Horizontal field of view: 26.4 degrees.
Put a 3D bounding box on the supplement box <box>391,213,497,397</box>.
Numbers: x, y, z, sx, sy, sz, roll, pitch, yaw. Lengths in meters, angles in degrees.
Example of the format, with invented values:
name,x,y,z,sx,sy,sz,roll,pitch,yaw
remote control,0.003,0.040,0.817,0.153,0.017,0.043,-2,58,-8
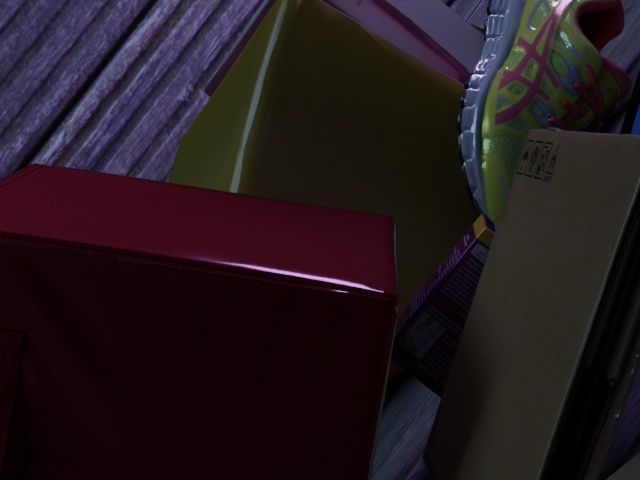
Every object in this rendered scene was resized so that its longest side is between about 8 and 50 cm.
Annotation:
name,x,y,z,sx,sy,sz,roll,pitch,yaw
supplement box,0.078,0.037,0.692,0.083,0.055,0.043,-51,3,11

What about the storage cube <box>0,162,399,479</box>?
name,x,y,z,sx,sy,sz,roll,pitch,yaw
storage cube,-0.072,0.077,0.634,0.215,0.193,0.183,-81,0,-79

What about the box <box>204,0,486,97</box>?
name,x,y,z,sx,sy,sz,roll,pitch,yaw
box,0.045,-0.131,1.165,0.148,0.232,0.127,-49,6,37

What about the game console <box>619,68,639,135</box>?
name,x,y,z,sx,sy,sz,roll,pitch,yaw
game console,0.168,-0.159,0.643,0.173,0.250,0.293,-19,23,29

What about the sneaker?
name,x,y,z,sx,sy,sz,roll,pitch,yaw
sneaker,0.143,-0.085,0.849,0.081,0.094,0.208,61,-143,-53

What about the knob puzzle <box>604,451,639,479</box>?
name,x,y,z,sx,sy,sz,roll,pitch,yaw
knob puzzle,0.086,0.099,0.303,0.213,0.030,0.213,-52,4,5

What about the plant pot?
name,x,y,z,sx,sy,sz,roll,pitch,yaw
plant pot,0.000,0.000,0.931,0.212,0.212,0.187,-46,19,52

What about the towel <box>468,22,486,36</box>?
name,x,y,z,sx,sy,sz,roll,pitch,yaw
towel,0.085,-0.128,1.284,0.021,0.102,0.237,-61,-3,-37

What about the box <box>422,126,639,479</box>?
name,x,y,z,sx,sy,sz,roll,pitch,yaw
box,0.084,0.037,0.531,0.201,0.021,0.164,-119,46,-84
